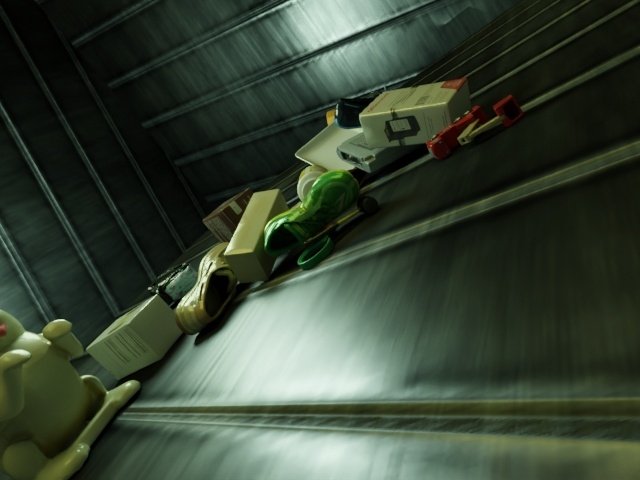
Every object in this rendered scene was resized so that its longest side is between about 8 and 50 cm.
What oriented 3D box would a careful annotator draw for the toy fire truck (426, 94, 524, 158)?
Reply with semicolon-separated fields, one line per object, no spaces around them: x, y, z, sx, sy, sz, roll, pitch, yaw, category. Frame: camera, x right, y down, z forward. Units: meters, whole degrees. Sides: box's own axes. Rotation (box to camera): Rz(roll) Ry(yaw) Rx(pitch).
0.320;-0.236;1.005;0.192;0.047;0.135;-35;15;18;toy fire truck

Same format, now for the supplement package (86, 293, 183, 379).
-0.523;0.278;1.346;0.244;0.133;0.139;-30;17;34;supplement package

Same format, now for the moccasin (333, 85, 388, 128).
0.217;-0.493;1.743;0.342;0.116;0.137;-18;39;-23;moccasin

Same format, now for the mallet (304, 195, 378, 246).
0.048;-0.041;1.058;0.190;0.039;0.062;-35;11;-12;mallet

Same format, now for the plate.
0.087;-0.345;1.762;0.278;0.045;0.277;-42;49;-14;plate

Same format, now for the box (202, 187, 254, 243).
-0.304;-0.062;1.773;0.143;0.191;0.381;-43;14;-18;box

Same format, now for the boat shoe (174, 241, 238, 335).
-0.271;0.114;1.288;0.110;0.121;0.341;-26;28;28;boat shoe

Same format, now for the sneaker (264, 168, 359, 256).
-0.022;-0.050;1.114;0.296;0.109;0.123;-38;23;28;sneaker

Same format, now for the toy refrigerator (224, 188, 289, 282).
-0.165;-0.017;1.274;0.095;0.102;0.269;-7;39;20;toy refrigerator

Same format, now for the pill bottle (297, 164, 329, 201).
-0.016;-0.177;1.548;0.117;0.117;0.215;-36;13;10;pill bottle

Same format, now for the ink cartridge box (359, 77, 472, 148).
0.246;-0.325;1.214;0.238;0.100;0.172;1;36;34;ink cartridge box

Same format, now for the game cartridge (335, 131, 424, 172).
0.175;-0.283;1.389;0.198;0.062;0.297;-25;22;-6;game cartridge

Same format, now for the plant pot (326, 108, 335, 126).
0.151;-0.470;1.956;0.188;0.205;0.205;-18;19;17;plant pot

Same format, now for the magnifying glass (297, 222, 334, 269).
0.000;0.000;1.121;0.092;0.026;0.231;-33;14;23;magnifying glass

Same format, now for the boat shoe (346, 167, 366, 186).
0.068;-0.153;1.340;0.073;0.073;0.207;-30;16;41;boat shoe

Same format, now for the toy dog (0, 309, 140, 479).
-0.686;0.317;1.057;0.396;0.407;0.284;-30;16;32;toy dog

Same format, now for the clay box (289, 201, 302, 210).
-0.090;-0.055;1.478;0.128;0.053;0.222;-38;13;3;clay box

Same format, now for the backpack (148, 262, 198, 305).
-0.572;0.173;1.871;0.182;0.115;0.152;-45;26;-28;backpack
